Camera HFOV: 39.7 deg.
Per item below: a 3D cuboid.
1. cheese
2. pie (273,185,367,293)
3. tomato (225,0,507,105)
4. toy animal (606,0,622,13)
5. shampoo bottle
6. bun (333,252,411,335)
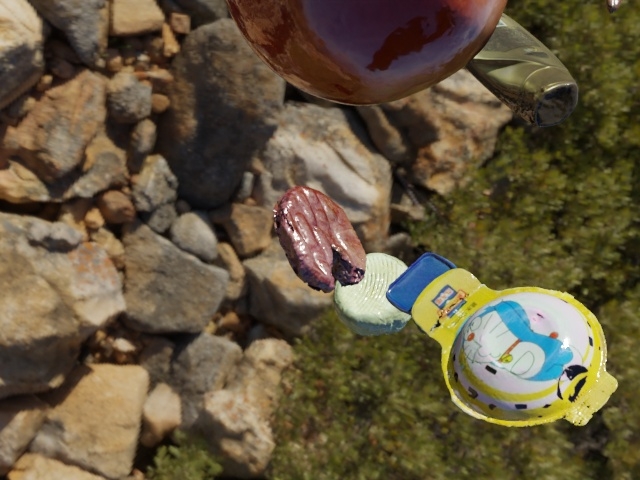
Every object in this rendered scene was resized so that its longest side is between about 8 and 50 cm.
[{"bbox_3d":[0.163,0.089,0.850,0.156,0.250,0.064,-43,137,-16],"label":"cheese"},{"bbox_3d":[0.000,0.000,1.558,0.218,0.054,0.204,13,52,-52],"label":"pie"},{"bbox_3d":[0.056,-0.298,0.943,0.321,0.321,0.322,-15,113,-39],"label":"tomato"},{"bbox_3d":[0.475,-0.286,1.067,0.149,0.275,0.054,-61,177,-12],"label":"toy animal"},{"bbox_3d":[0.316,-0.294,1.470,0.125,0.350,0.084,-15,125,-7],"label":"shampoo bottle"},{"bbox_3d":[0.125,0.126,1.989,0.195,0.195,0.118,-53,148,-18],"label":"bun"}]
